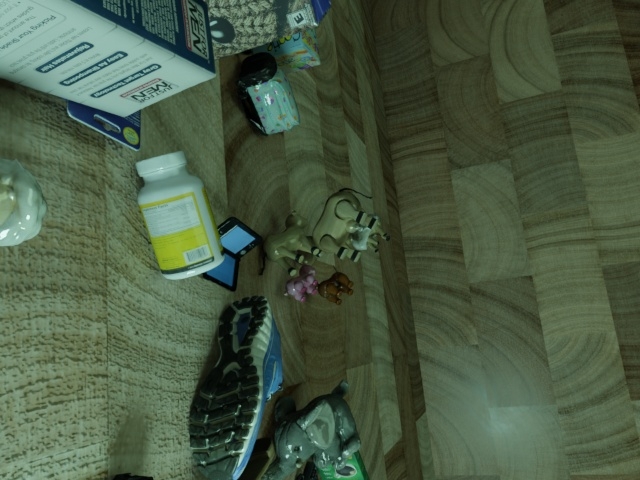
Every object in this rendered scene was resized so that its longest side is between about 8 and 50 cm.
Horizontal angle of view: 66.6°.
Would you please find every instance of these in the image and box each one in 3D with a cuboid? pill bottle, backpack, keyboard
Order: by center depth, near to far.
[{"bbox_3d":[-0.221,-0.040,0.758,0.103,0.103,0.184,-45,123,-67],"label":"pill bottle"},{"bbox_3d":[-0.037,0.584,1.091,0.180,0.023,0.108,-61,137,-62],"label":"keyboard"},{"bbox_3d":[-0.121,-0.344,1.176,0.152,0.115,0.182,-83,157,-47],"label":"backpack"}]

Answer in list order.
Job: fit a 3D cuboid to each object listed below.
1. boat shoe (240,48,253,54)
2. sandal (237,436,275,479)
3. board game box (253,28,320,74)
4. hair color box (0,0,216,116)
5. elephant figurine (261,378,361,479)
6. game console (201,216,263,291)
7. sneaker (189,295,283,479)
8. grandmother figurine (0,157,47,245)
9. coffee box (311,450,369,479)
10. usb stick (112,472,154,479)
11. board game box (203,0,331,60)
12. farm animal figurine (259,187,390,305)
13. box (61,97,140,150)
[{"bbox_3d":[-0.198,-0.464,1.080,0.206,0.075,0.065,-27,103,-75],"label":"boat shoe"},{"bbox_3d":[-0.125,0.426,0.823,0.240,0.088,0.079,-21,95,-75],"label":"sandal"},{"bbox_3d":[-0.106,-0.608,1.306,0.142,0.144,0.276,-3,84,-71],"label":"board game box"},{"bbox_3d":[-0.289,-0.243,0.500,0.347,0.173,0.105,5,75,-62],"label":"hair color box"},{"bbox_3d":[-0.030,0.403,1.033,0.239,0.169,0.186,31,21,-45],"label":"elephant figurine"},{"bbox_3d":[-0.166,0.028,0.935,0.071,0.107,0.122,57,7,29],"label":"game console"},{"bbox_3d":[-0.121,0.260,0.857,0.330,0.129,0.147,-79,150,-46],"label":"sneaker"},{"bbox_3d":[-0.367,-0.054,0.380,0.208,0.103,0.342,-71,161,-1],"label":"grandmother figurine"},{"bbox_3d":[0.046,0.550,1.209,0.040,0.113,0.184,-70,143,-61],"label":"coffee box"},{"bbox_3d":[-0.238,0.426,0.570,0.077,0.045,0.278,58,28,-61],"label":"usb stick"},{"bbox_3d":[-0.160,-0.467,0.859,0.141,0.290,0.232,-73,147,-51],"label":"board game box"},{"bbox_3d":[0.000,0.000,1.246,0.327,0.172,0.330,-52,147,-7],"label":"farm animal figurine"},{"bbox_3d":[-0.314,-0.251,0.700,0.136,0.036,0.226,30,53,-65],"label":"box"}]
